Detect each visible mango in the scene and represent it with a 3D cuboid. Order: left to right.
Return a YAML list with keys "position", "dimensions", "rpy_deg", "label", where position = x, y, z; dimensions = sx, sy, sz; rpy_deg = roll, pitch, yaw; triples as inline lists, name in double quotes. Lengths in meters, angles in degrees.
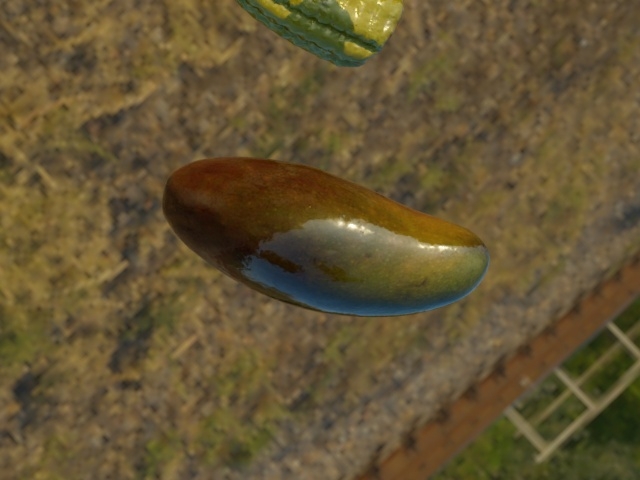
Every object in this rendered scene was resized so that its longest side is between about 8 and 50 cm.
- position: [0.000, 0.000, 1.181]
  dimensions: [0.133, 0.267, 0.111]
  rpy_deg: [97, 8, -66]
  label: "mango"

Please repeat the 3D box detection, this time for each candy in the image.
- position: [-0.024, -0.237, 1.391]
  dimensions: [0.094, 0.199, 0.106]
  rpy_deg: [-38, -139, 47]
  label: "candy"
